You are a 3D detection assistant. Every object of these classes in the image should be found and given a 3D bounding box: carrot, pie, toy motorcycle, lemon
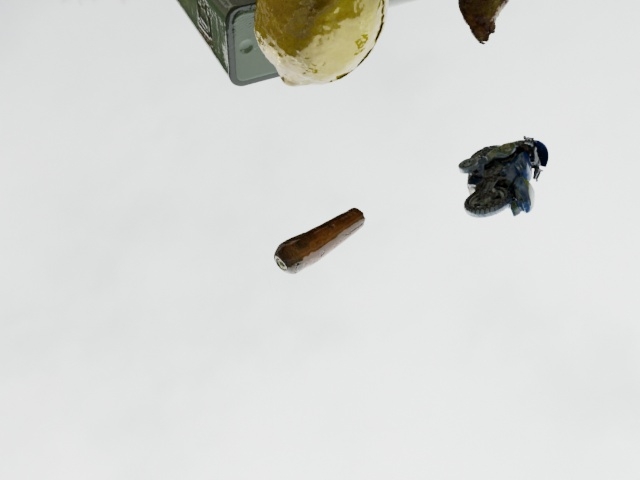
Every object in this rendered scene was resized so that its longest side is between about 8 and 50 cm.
[{"bbox_3d":[0.000,0.000,1.644,0.161,0.055,0.055,-29,-142,-27],"label":"carrot"},{"bbox_3d":[0.269,-0.401,1.670,0.088,0.033,0.191,29,-109,12],"label":"pie"},{"bbox_3d":[0.300,-0.104,1.701,0.136,0.092,0.254,-13,-154,18],"label":"toy motorcycle"},{"bbox_3d":[0.000,-0.352,1.589,0.204,0.260,0.204,19,-154,-10],"label":"lemon"}]

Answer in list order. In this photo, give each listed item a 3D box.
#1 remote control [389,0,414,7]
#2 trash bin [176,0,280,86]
[{"bbox_3d":[0.072,-0.437,1.760,0.313,0.109,0.055,-14,180,2],"label":"remote control"},{"bbox_3d":[-0.135,-0.449,1.968,0.223,0.158,0.343,-18,-138,-20],"label":"trash bin"}]
